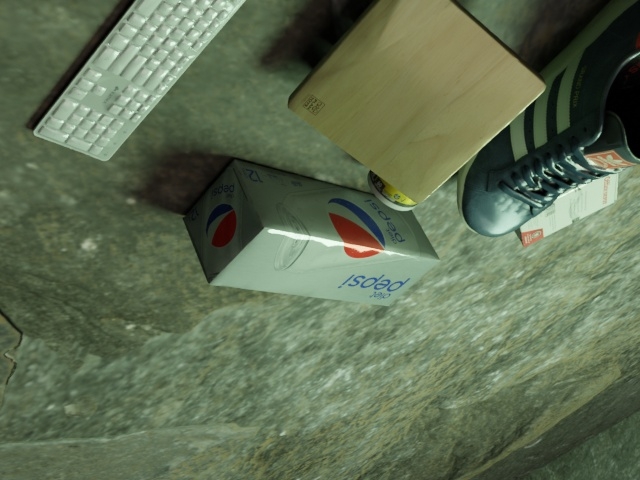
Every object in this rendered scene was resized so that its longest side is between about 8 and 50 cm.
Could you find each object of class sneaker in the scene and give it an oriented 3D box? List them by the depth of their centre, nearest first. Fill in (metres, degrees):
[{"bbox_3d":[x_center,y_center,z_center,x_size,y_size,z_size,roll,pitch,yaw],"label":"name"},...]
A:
[{"bbox_3d":[0.271,-0.102,0.846,0.131,0.148,0.350,17,130,-24],"label":"sneaker"}]

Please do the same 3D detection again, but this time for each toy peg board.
[{"bbox_3d":[0.082,-0.146,0.729,0.160,0.079,0.161,34,121,-21],"label":"toy peg board"}]

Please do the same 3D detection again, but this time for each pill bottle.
[{"bbox_3d":[0.104,-0.090,0.850,0.065,0.065,0.116,1,140,-37],"label":"pill bottle"}]

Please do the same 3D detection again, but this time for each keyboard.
[{"bbox_3d":[-0.127,-0.155,0.632,0.256,0.014,0.072,-42,146,26],"label":"keyboard"}]

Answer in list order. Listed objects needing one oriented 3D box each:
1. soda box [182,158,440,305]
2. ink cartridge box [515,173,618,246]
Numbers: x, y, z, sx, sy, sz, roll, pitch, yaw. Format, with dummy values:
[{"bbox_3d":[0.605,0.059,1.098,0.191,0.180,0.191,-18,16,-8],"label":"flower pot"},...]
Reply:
[{"bbox_3d":[0.000,0.000,0.889,0.286,0.091,0.098,11,134,-46],"label":"soda box"},{"bbox_3d":[0.308,-0.061,1.052,0.135,0.056,0.099,-27,150,4],"label":"ink cartridge box"}]
